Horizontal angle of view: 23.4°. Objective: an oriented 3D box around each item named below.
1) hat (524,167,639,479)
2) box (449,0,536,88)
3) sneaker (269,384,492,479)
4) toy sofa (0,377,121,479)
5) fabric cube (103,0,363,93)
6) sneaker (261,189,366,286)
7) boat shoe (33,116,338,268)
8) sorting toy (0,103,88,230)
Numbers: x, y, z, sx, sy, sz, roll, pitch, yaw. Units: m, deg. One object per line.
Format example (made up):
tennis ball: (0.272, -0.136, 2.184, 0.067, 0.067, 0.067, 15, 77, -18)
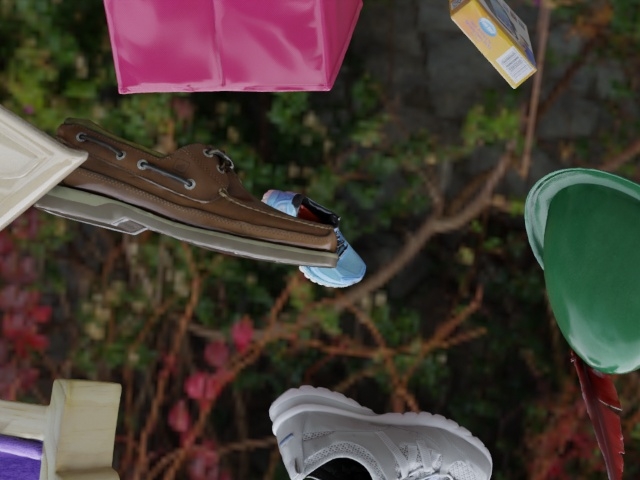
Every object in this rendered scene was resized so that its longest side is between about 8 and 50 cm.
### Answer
hat: (0.192, 0.076, 1.134, 0.208, 0.173, 0.183, 34, -121, 19)
box: (0.141, -0.184, 1.286, 0.081, 0.028, 0.136, 45, -159, -17)
sneaker: (0.068, 0.256, 1.736, 0.281, 0.105, 0.115, 15, -131, -23)
toy sofa: (-0.396, 0.210, 1.572, 0.362, 0.177, 0.150, 6, 174, 15)
fabric cube: (-0.102, -0.337, 1.754, 0.259, 0.258, 0.254, 0, -148, 10)
sneaker: (0.000, 0.000, 1.811, 0.073, 0.063, 0.162, -8, 139, 48)
boat shoe: (-0.124, -0.048, 1.502, 0.307, 0.105, 0.111, 14, 175, 3)
sorting toy: (-0.379, -0.078, 1.439, 0.229, 0.041, 0.307, 30, 144, -24)
